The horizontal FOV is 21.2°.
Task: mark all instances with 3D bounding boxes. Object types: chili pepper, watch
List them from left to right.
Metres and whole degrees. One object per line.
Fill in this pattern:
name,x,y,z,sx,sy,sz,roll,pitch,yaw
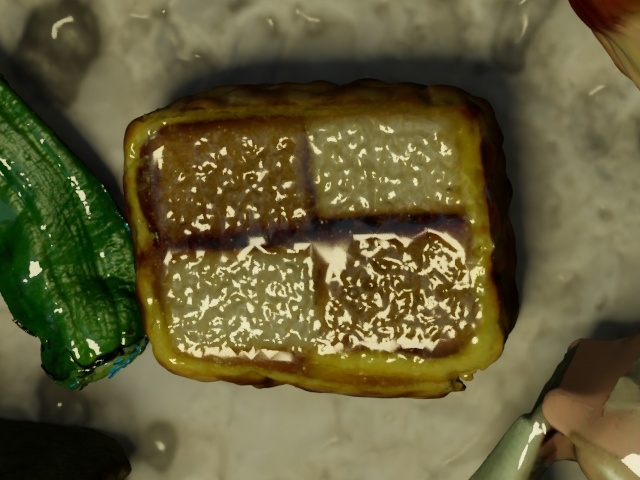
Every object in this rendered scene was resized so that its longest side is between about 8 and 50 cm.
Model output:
chili pepper,-0.178,-0.019,1.014,0.098,0.061,0.224,-35,87,-2
watch,0.183,0.204,0.949,0.253,0.162,0.241,39,114,6

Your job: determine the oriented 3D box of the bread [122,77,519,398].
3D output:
bread,0.000,0.000,0.969,0.222,0.096,0.181,-1,94,10

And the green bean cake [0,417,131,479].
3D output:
green bean cake,-0.215,0.166,0.985,0.181,0.173,0.094,8,100,8

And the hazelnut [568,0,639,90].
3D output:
hazelnut,0.233,-0.188,0.855,0.261,0.241,0.261,8,127,10
